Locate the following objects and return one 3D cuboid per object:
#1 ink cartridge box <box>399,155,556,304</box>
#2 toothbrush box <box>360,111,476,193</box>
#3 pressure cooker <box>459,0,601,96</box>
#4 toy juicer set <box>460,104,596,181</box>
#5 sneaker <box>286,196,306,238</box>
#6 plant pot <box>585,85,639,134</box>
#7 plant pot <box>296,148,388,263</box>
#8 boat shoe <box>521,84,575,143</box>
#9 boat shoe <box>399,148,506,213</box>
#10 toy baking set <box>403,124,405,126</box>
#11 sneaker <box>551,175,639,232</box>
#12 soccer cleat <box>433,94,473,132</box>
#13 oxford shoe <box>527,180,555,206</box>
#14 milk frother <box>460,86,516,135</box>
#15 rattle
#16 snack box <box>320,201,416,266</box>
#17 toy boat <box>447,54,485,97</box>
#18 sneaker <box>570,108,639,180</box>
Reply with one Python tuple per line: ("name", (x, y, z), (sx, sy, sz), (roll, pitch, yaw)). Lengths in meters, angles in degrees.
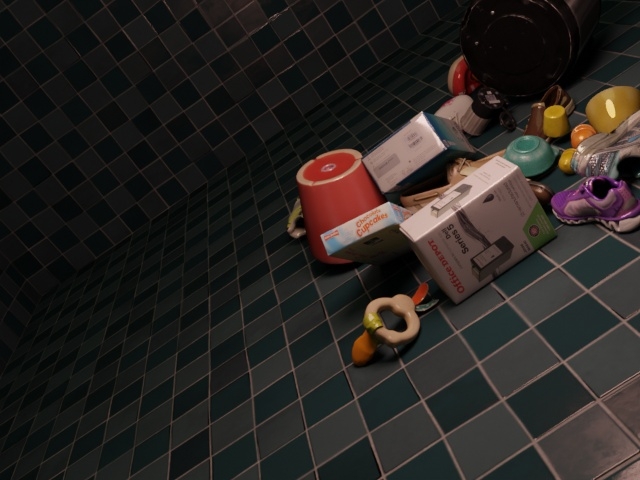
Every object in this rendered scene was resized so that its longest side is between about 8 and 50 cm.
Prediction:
("ink cartridge box", (0.343, -0.022, 1.554), (0.273, 0.198, 0.115), (-36, 23, 2))
("toothbrush box", (0.280, -0.237, 1.977), (0.216, 0.126, 0.295), (-36, -13, 26))
("pressure cooker", (0.665, -0.689, 2.185), (0.370, 0.375, 0.420), (24, 48, 17))
("toy juicer set", (0.544, -0.195, 1.774), (0.329, 0.089, 0.209), (-35, 43, -10))
("sneaker", (0.038, -0.094, 2.268), (0.385, 0.145, 0.147), (-25, 30, 49))
("plant pot", (0.706, -0.284, 1.677), (0.134, 0.134, 0.095), (-22, 49, 31))
("plant pot", (0.061, -0.108, 2.008), (0.275, 0.243, 0.275), (-16, 30, 10))
("boat shoe", (0.603, -0.334, 1.946), (0.095, 0.095, 0.257), (-6, 36, 51))
("boat shoe", (0.379, -0.161, 1.904), (0.341, 0.110, 0.121), (-31, 23, 12))
("toy baking set", (0.221, -0.261, 2.308), (0.256, 0.030, 0.196), (-52, -14, -41))
("sneaker", (0.572, -0.091, 1.487), (0.095, 0.104, 0.236), (-42, 21, -13))
("soccer cleat", (0.373, -0.333, 2.248), (0.331, 0.116, 0.143), (-43, 5, 2))
("oxford shoe", (0.458, -0.080, 1.681), (0.227, 0.083, 0.096), (-16, 36, 58))
("milk frother", (0.514, -0.366, 2.158), (0.134, 0.129, 0.143), (115, 159, -57))
("rattle", (0.171, 0.193, 1.598), (0.130, 0.142, 0.200), (20, 35, 27))
("snack box", (0.155, -0.009, 1.737), (0.187, 0.060, 0.322), (-26, -17, 21))
("toy boat", (0.564, -0.587, 2.505), (0.231, 0.151, 0.151), (-40, 51, -11))
("sneaker", (0.693, -0.195, 1.562), (0.283, 0.110, 0.122), (-29, 53, -15))
